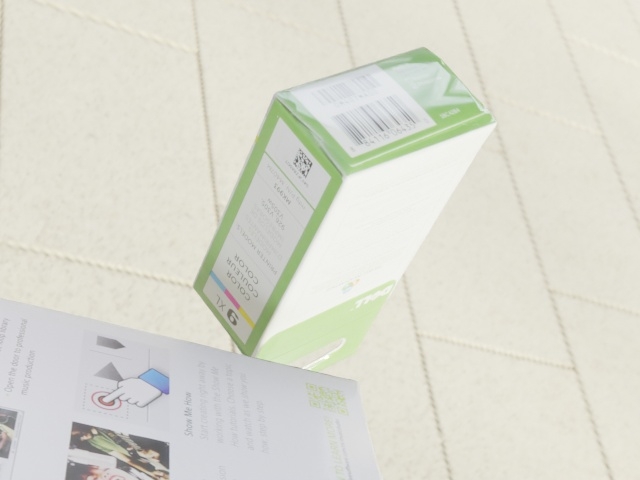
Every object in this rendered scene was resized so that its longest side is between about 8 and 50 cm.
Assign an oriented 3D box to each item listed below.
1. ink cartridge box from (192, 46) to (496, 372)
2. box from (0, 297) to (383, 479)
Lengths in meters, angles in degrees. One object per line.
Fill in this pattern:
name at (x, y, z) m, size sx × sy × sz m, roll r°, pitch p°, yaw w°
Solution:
ink cartridge box at (0.000, 0.000, 0.622) m, size 0.109 × 0.209 × 0.062 m, roll -23°, pitch 63°, yaw -38°
box at (-0.125, 0.099, 0.406) m, size 0.322 × 0.058 × 0.232 m, roll 16°, pitch 23°, yaw -14°
